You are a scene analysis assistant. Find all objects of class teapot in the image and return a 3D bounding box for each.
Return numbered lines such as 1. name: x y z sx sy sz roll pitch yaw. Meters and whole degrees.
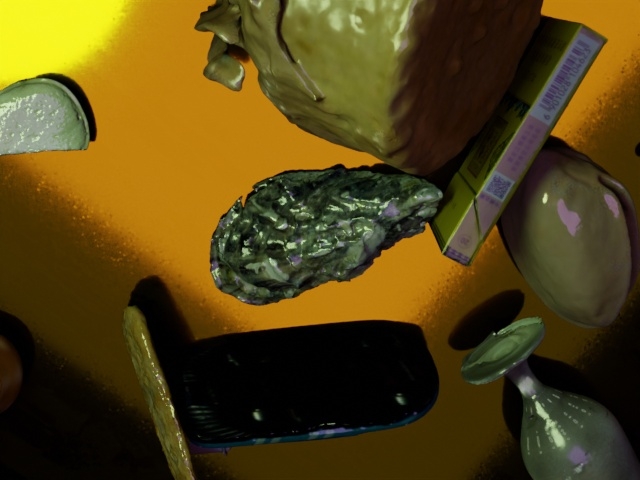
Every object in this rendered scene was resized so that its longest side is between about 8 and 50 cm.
1. teapot: -0.403 0.155 1.365 0.116 0.116 0.173 0 103 -2

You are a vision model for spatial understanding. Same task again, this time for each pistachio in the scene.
1. pistachio: 0.288 -0.007 1.344 0.152 0.126 0.223 -15 112 37

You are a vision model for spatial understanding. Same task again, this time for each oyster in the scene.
1. oyster: 0.001 -0.001 1.367 0.252 0.087 0.199 14 103 7

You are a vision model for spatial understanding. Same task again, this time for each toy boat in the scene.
1. toy boat: -0.010 0.188 1.397 0.299 0.134 0.092 -5 138 -1

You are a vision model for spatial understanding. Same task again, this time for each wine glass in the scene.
1. wine glass: 0.278 0.216 1.395 0.126 0.126 0.241 -37 102 7

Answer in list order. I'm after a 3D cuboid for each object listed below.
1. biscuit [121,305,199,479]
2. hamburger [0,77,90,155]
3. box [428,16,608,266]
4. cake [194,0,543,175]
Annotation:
1. biscuit: -0.181 0.192 1.352 0.029 0.118 0.247 -19 82 -13
2. hamburger: -0.320 -0.140 1.327 0.121 0.054 0.084 -2 100 -4
3. box: 0.210 -0.112 1.297 0.041 0.153 0.279 29 101 -8
4. cake: 0.031 -0.261 1.207 0.321 0.332 0.332 26 103 24
